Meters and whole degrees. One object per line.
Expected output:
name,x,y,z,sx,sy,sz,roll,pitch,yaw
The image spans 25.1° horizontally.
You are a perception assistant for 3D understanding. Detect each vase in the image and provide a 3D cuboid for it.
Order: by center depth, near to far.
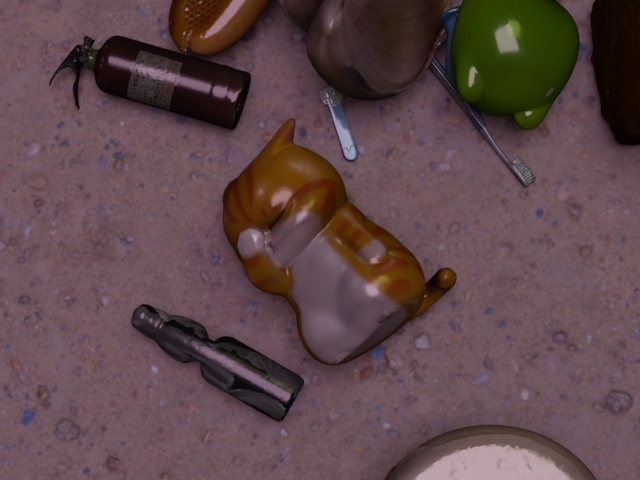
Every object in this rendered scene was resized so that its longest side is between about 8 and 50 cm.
vase,-0.122,0.132,1.649,0.211,0.060,0.060,29,83,2

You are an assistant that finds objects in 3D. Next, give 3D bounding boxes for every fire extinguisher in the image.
fire extinguisher,-0.203,-0.181,1.692,0.231,0.071,0.099,14,110,2

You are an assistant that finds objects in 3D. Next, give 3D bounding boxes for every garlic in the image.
garlic,0.060,-0.293,1.626,0.210,0.292,0.237,53,128,19

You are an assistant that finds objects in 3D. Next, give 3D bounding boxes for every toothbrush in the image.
toothbrush,0.183,-0.153,1.716,0.019,0.016,0.219,-38,84,-7

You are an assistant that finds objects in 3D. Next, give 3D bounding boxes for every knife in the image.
knife,0.024,-0.139,1.715,0.027,0.010,0.096,-17,85,-4

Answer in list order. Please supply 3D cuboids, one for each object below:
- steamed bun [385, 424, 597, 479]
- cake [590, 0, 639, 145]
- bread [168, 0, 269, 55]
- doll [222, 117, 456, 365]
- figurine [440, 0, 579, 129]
steamed bun,0.184,0.342,1.567,0.282,0.177,0.283,0,82,2
cake,0.474,-0.229,1.649,0.293,0.199,0.196,-7,77,-6
bread,-0.110,-0.297,1.697,0.114,0.077,0.189,26,85,17
doll,0.001,0.012,1.621,0.269,0.162,0.166,47,114,0
figurine,0.225,-0.261,1.673,0.162,0.143,0.263,25,67,-28
